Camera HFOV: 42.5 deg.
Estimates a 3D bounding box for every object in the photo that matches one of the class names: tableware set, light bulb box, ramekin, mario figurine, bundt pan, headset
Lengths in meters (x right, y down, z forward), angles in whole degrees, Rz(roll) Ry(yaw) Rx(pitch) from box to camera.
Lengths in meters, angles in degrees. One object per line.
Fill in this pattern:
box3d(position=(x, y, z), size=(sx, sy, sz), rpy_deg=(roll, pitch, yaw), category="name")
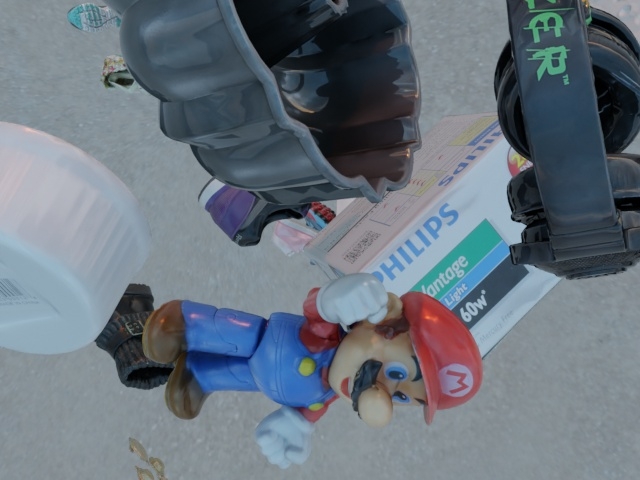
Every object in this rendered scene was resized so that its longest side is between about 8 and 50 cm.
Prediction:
box3d(position=(-0.399, 0.546, 1.953), size=(0.020, 0.141, 0.169), rpy_deg=(-38, 131, 0), category="tableware set")
box3d(position=(0.199, -0.006, 1.287), size=(0.358, 0.361, 0.225), rpy_deg=(-43, 103, -4), category="light bulb box")
box3d(position=(-0.346, 0.011, 0.939), size=(0.277, 0.135, 0.277), rpy_deg=(9, 142, 8), category="ramekin")
box3d(position=(-0.010, 0.128, 0.777), size=(0.320, 0.198, 0.170), rpy_deg=(-3, 73, 15), category="mario figurine")
box3d(position=(-0.043, -0.174, 0.623), size=(0.124, 0.331, 0.331), rpy_deg=(-15, 103, 26), category="bundt pan")
box3d(position=(0.243, -0.079, 0.685), size=(0.185, 0.394, 0.244), rpy_deg=(-9, 62, 19), category="headset")

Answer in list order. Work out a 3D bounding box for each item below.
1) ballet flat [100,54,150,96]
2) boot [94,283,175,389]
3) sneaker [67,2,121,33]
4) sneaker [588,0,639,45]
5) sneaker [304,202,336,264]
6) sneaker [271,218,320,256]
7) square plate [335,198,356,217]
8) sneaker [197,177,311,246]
box3d(position=(-0.356, -0.327, 1.657), size=(0.091, 0.240, 0.077), rpy_deg=(41, 66, -47), category="ballet flat")
box3d(position=(-0.517, 0.236, 1.966), size=(0.347, 0.260, 0.131), rpy_deg=(-4, 145, -33), category="boot")
box3d(position=(-0.491, -0.472, 1.755), size=(0.076, 0.166, 0.065), rpy_deg=(0, 103, 24), category="sneaker")
box3d(position=(0.483, -0.292, 1.132), size=(0.236, 0.323, 0.130), rpy_deg=(29, 124, -24), category="sneaker")
box3d(position=(0.000, 0.000, 1.995), size=(0.125, 0.104, 0.262), rpy_deg=(-50, 62, 17), category="sneaker")
box3d(position=(-0.034, 0.007, 1.609), size=(0.134, 0.051, 0.070), rpy_deg=(24, 96, -13), category="sneaker")
box3d(position=(0.164, -0.032, 2.020), size=(0.049, 0.347, 0.344), rpy_deg=(-29, 127, 29), category="square plate")
box3d(position=(-0.038, -0.098, 1.257), size=(0.283, 0.107, 0.124), rpy_deg=(-38, 79, -10), category="sneaker")
